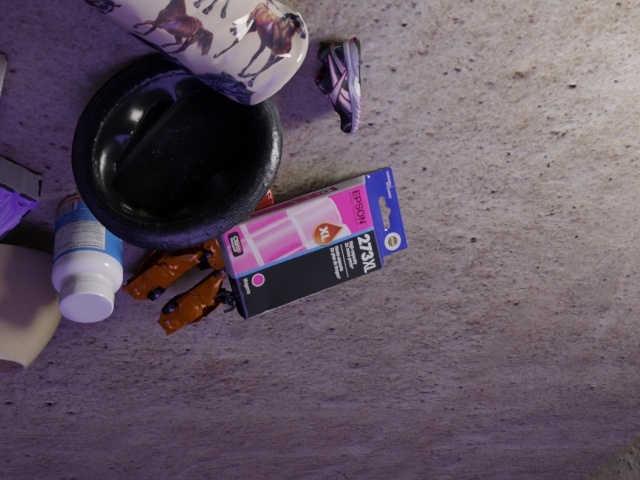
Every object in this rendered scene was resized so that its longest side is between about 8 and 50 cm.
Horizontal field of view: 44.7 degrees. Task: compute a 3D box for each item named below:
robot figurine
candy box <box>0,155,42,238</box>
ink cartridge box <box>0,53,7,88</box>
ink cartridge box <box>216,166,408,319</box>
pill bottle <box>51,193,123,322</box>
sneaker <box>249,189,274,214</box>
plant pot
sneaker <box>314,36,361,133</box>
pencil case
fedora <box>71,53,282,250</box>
[{"bbox_3d":[-0.252,0.064,1.562,0.291,0.085,0.211,-34,106,26],"label":"robot figurine"},{"bbox_3d":[-0.610,-0.085,1.330,0.165,0.070,0.196,-35,137,27],"label":"candy box"},{"bbox_3d":[-0.586,-0.221,1.157,0.203,0.086,0.148,10,136,-24],"label":"ink cartridge box"},{"bbox_3d":[0.000,0.000,1.451,0.371,0.069,0.176,-21,109,-19],"label":"ink cartridge box"},{"bbox_3d":[-0.419,0.033,1.403,0.124,0.221,0.124,-7,142,-5],"label":"pill bottle"},{"bbox_3d":[-0.134,-0.046,1.491,0.087,0.128,0.221,-27,109,-19],"label":"sneaker"},{"bbox_3d":[-0.619,0.148,1.466,0.284,0.191,0.284,-5,157,-2],"label":"plant pot"},{"bbox_3d":[0.029,-0.259,1.293,0.077,0.072,0.178,0,134,5],"label":"sneaker"},{"bbox_3d":[-0.192,-0.343,1.037,0.410,0.160,0.183,30,83,-43],"label":"pencil case"},{"bbox_3d":[-0.226,-0.140,1.265,0.334,0.334,0.152,-7,177,-5],"label":"fedora"}]
